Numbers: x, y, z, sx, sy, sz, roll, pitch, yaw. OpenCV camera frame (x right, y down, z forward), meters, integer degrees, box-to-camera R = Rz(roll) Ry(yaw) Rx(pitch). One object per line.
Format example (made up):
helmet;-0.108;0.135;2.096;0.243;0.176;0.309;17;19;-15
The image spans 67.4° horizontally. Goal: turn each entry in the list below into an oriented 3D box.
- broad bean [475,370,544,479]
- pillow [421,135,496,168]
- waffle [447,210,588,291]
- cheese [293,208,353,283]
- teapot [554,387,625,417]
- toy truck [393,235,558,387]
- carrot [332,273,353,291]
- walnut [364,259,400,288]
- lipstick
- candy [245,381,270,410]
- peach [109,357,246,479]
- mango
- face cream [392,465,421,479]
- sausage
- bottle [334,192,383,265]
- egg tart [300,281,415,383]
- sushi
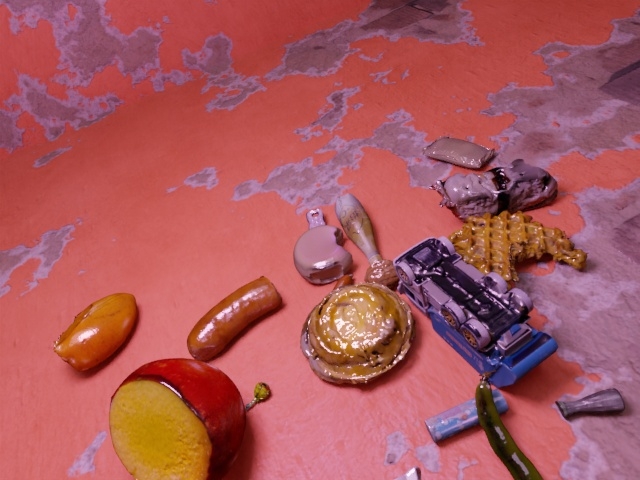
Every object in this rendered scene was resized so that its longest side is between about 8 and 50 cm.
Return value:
broad bean;0.335;0.354;0.875;0.069;0.039;0.226;-30;64;25
pillow;0.434;-0.280;1.515;0.208;0.053;0.119;26;55;37
waffle;0.461;0.005;1.162;0.293;0.069;0.259;-14;38;-19
cheese;0.000;0.000;1.365;0.163;0.082;0.286;-13;42;5
teapot;0.505;0.309;0.903;0.111;0.042;0.042;-15;43;11
toy truck;0.315;0.148;1.033;0.146;0.175;0.367;-30;44;-13
carrot;0.040;0.137;1.247;0.035;0.035;0.142;25;63;37
walnut;0.158;0.088;1.224;0.096;0.082;0.079;-17;15;4
lipstick;0.284;0.343;0.938;0.158;0.048;0.048;-22;43;-3
candy;-0.162;0.372;1.084;0.123;0.035;0.035;-47;17;-15
peach;-0.269;0.368;0.972;0.275;0.248;0.245;28;37;29
mango;-0.597;0.239;1.304;0.154;0.126;0.252;-1;38;34
face cream;0.123;0.543;0.725;0.146;0.145;0.369;-9;42;11
sausage;-0.227;0.197;1.231;0.271;0.108;0.109;-39;46;-20
bottle;0.111;-0.025;1.352;0.083;0.083;0.269;-20;48;-1
egg tart;0.076;0.199;1.109;0.279;0.095;0.278;-14;49;16
sushi;0.470;-0.134;1.298;0.332;0.129;0.124;-14;43;5
